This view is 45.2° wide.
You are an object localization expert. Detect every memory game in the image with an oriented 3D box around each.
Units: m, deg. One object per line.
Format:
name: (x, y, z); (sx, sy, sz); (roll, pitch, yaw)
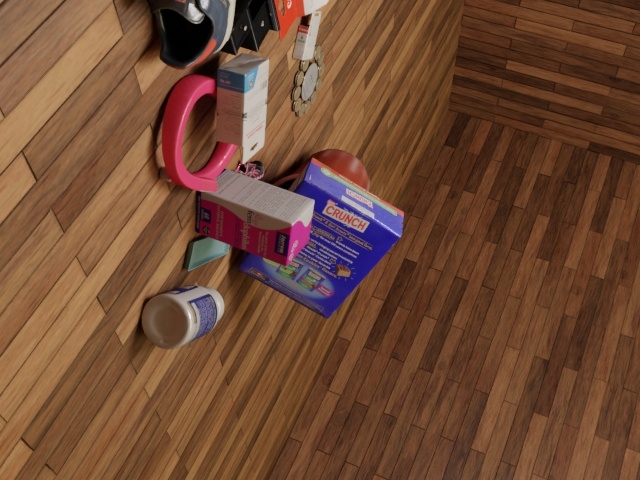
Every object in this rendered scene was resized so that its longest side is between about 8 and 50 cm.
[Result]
memory game: (-0.031, -0.402, 1.941); (0.186, 0.012, 0.186); (19, 90, -76)

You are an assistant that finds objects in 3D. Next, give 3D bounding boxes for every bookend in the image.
bookend: (-0.148, -0.394, 1.415); (0.156, 0.072, 0.157); (79, 34, -63)

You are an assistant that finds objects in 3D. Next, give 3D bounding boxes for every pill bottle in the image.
pill bottle: (-0.273, 0.150, 1.575); (0.187, 0.112, 0.112); (-17, 125, -71)

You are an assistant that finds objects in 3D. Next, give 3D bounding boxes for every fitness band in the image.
fitness band: (-0.222, -0.199, 1.449); (0.291, 0.054, 0.209); (5, 102, -76)

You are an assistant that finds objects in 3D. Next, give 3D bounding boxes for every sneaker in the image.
sneaker: (-0.190, -0.410, 1.132); (0.148, 0.131, 0.350); (-62, 164, -45)
sneaker: (-0.163, -0.159, 1.726); (0.119, 0.047, 0.057); (-53, 146, -52)

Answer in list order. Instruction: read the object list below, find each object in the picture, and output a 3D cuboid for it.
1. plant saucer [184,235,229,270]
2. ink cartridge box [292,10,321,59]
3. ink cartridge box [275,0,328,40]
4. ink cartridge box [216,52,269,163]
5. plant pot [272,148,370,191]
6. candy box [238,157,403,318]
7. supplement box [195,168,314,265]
plant saucer: (-0.245, 0.015, 1.692); (0.192, 0.018, 0.067); (-28, 136, -67)
ink cartridge box: (-0.031, -0.484, 1.804); (0.063, 0.029, 0.115); (-36, 142, -64)
ink cartridge box: (-0.024, -0.572, 1.673); (0.189, 0.066, 0.232); (82, 27, -61)
ink cartridge box: (-0.148, -0.247, 1.444); (0.104, 0.060, 0.180); (-53, 154, -54)
plant pot: (0.008, -0.102, 2.025); (0.265, 0.272, 0.272); (-62, 165, -58)
candy box: (0.000, 0.000, 1.840); (0.317, 0.268, 0.122); (-50, -164, 33)
supplement box: (-0.137, -0.051, 1.597); (0.114, 0.220, 0.111); (-51, 156, -52)
